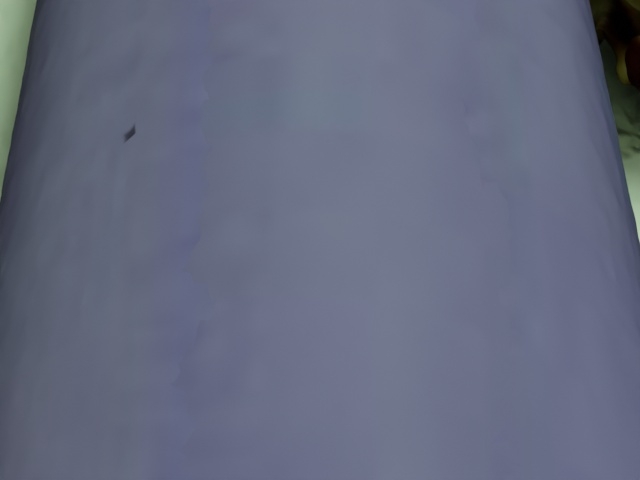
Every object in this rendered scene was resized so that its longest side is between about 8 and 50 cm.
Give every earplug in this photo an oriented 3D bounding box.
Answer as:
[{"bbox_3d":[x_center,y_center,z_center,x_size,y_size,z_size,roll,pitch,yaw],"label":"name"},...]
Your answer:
[{"bbox_3d":[0.000,0.000,0.541,0.215,0.215,0.456,19,51,-26],"label":"earplug"}]

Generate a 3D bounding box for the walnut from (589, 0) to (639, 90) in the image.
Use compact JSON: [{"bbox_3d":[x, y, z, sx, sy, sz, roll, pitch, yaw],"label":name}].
[{"bbox_3d":[0.183,-0.159,0.774,0.222,0.244,0.269,26,61,25],"label":"walnut"}]
